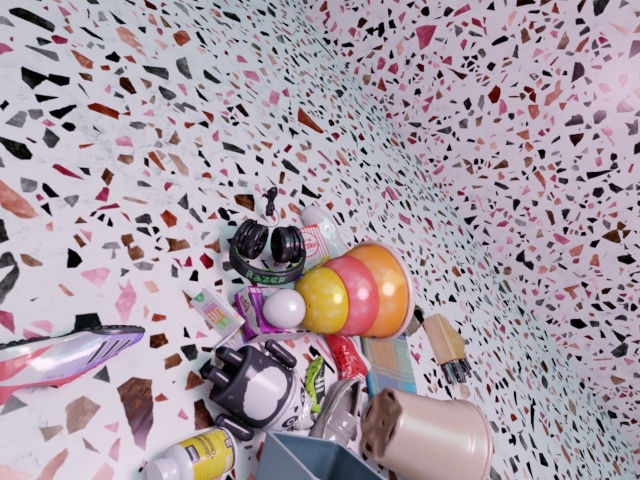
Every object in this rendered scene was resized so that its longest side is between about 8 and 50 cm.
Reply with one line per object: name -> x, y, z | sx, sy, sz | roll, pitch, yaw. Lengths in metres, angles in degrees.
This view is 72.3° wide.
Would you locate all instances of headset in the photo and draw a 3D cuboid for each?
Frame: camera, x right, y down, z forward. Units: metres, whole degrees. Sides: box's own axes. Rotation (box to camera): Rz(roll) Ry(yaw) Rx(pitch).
headset -> -0.167, -0.019, 1.449 | 0.244, 0.185, 0.394 | 10, 33, -12

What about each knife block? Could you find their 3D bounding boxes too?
knife block -> 0.558, 0.494, 1.940 | 0.275, 0.088, 0.242 | 45, 36, -11

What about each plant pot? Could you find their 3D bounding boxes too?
plant pot -> -0.022, 0.639, 1.040 | 0.248, 0.247, 0.252 | 26, 81, -32
plant pot -> 0.311, 0.628, 1.400 | 0.306, 0.333, 0.333 | 26, 43, -16

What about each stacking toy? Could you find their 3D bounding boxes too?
stacking toy -> 0.027, 0.186, 1.391 | 0.481, 0.350, 0.350 | -5, 64, -36

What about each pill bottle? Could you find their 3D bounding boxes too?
pill bottle -> -0.289, 0.502, 0.993 | 0.184, 0.103, 0.103 | -2, 62, -49

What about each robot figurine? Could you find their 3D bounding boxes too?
robot figurine -> -0.170, 0.388, 1.156 | 0.278, 0.209, 0.173 | 40, 16, -16

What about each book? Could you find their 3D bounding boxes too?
book -> -0.293, 0.200, 1.247 | 0.144, 0.096, 0.035 | 47, 37, -7

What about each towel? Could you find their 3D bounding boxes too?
towel -> 0.266, 0.477, 1.678 | 0.272, 0.040, 0.369 | 25, 44, -34

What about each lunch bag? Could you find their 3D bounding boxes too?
lunch bag -> -0.150, 0.075, 1.548 | 0.071, 0.053, 0.083 | 48, 45, -5

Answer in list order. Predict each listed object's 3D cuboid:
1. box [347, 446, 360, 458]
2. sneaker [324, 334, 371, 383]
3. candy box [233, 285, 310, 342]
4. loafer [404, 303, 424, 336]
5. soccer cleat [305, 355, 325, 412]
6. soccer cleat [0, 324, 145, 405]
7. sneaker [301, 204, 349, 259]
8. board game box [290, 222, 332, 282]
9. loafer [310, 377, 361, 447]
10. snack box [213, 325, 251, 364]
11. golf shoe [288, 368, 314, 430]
box -> 0.053, 0.683, 1.253 | 0.054, 0.059, 0.169 | 48, 36, -5
sneaker -> 0.082, 0.407, 1.497 | 0.221, 0.087, 0.128 | 46, 35, -7
candy box -> -0.146, 0.231, 1.377 | 0.234, 0.071, 0.159 | 13, 49, -53
loafer -> 0.415, 0.338, 1.894 | 0.094, 0.087, 0.251 | 54, 23, 1
soccer cleat -> -0.012, 0.453, 1.384 | 0.072, 0.060, 0.178 | 44, 42, -28
soccer cleat -> -0.535, 0.253, 0.951 | 0.318, 0.109, 0.116 | -4, 84, -51
sneaker -> 0.000, 0.000, 1.728 | 0.292, 0.108, 0.169 | 54, 33, 0
board game box -> -0.048, 0.047, 1.624 | 0.147, 0.045, 0.193 | -19, 70, -13
loafer -> 0.052, 0.550, 1.319 | 0.112, 0.111, 0.319 | 42, 37, -15
snack box -> -0.237, 0.292, 1.295 | 0.064, 0.022, 0.178 | 54, 36, -1
golf shoe -> -0.062, 0.466, 1.294 | 0.086, 0.069, 0.176 | 9, 62, -27
